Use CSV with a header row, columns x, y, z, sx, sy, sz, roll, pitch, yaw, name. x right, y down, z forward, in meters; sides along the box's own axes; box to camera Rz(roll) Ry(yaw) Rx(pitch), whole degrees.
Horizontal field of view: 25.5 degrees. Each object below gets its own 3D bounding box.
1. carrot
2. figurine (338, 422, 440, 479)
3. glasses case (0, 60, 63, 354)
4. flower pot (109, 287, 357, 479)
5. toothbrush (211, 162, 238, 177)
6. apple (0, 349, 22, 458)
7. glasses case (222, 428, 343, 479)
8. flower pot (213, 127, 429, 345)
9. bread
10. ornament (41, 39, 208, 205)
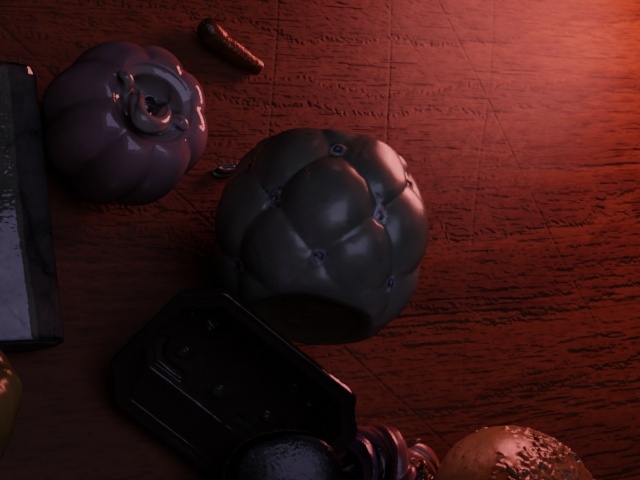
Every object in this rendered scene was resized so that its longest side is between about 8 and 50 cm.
x,y,z,sx,sy,sz,roll,pitch,yaw,name
-0.109,-0.231,1.690,0.093,0.032,0.032,36,57,-26,carrot
0.079,0.258,1.594,0.157,0.126,0.114,-8,118,-35,figurine
-0.333,-0.035,1.444,0.114,0.060,0.299,-3,75,-23,glasses case
-0.089,0.151,1.501,0.251,0.179,0.084,40,18,-15,flower pot
-0.035,-0.093,1.697,0.219,0.019,0.016,-7,73,-36,toothbrush
-0.371,0.157,1.277,0.200,0.200,0.200,12,67,-31,apple
-0.030,0.355,1.460,0.122,0.082,0.321,-6,94,-17,glasses case
0.000,0.000,1.554,0.246,0.246,0.195,21,61,-27,flower pot
0.241,0.348,1.605,0.305,0.159,0.305,32,49,-48,bread
-0.204,-0.127,1.505,0.177,0.177,0.177,12,67,-31,ornament
